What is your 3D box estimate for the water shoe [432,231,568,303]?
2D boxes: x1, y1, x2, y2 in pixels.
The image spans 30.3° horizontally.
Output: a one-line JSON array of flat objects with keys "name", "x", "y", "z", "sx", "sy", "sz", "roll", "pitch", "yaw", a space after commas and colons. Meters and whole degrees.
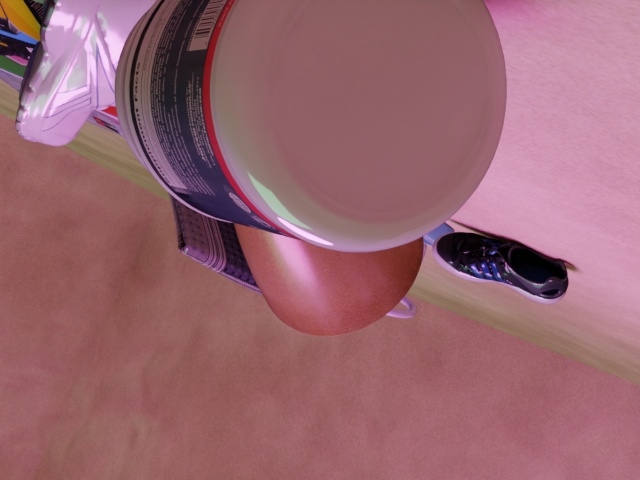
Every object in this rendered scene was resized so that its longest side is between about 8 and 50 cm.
[{"name": "water shoe", "x": 0.258, "y": 0.023, "z": 1.686, "sx": 0.203, "sy": 0.073, "sz": 0.080, "roll": 19, "pitch": 153, "yaw": 15}]

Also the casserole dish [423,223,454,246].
[{"name": "casserole dish", "x": 0.128, "y": -0.034, "z": 1.801, "sx": 0.114, "sy": 0.037, "sz": 0.188, "roll": 22, "pitch": 176, "yaw": 35}]

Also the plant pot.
[{"name": "plant pot", "x": -0.015, "y": -0.037, "z": 1.520, "sx": 0.237, "sy": 0.237, "sz": 0.254, "roll": 21, "pitch": 160, "yaw": 32}]

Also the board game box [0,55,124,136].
[{"name": "board game box", "x": -0.377, "y": -0.237, "z": 1.882, "sx": 0.317, "sy": 0.064, "sz": 0.242, "roll": 23, "pitch": 175, "yaw": 10}]

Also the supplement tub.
[{"name": "supplement tub", "x": -0.021, "y": -0.100, "z": 0.795, "sx": 0.191, "sy": 0.191, "sz": 0.272, "roll": 26, "pitch": 175, "yaw": -26}]

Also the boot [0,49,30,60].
[{"name": "boot", "x": -0.446, "y": -0.289, "z": 1.435, "sx": 0.207, "sy": 0.094, "sz": 0.246, "roll": 19, "pitch": 180, "yaw": 16}]

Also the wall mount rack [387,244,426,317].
[{"name": "wall mount rack", "x": 0.000, "y": 0.000, "z": 1.888, "sx": 0.350, "sy": 0.130, "sz": 0.304, "roll": 28, "pitch": -164, "yaw": 33}]

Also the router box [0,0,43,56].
[{"name": "router box", "x": -0.331, "y": -0.256, "z": 1.228, "sx": 0.179, "sy": 0.046, "sz": 0.133, "roll": 19, "pitch": 149, "yaw": 43}]

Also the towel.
[{"name": "towel", "x": -0.159, "y": -0.038, "z": 2.064, "sx": 0.312, "sy": 0.056, "sz": 0.324, "roll": 28, "pitch": -148, "yaw": -40}]

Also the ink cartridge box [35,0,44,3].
[{"name": "ink cartridge box", "x": -0.279, "y": -0.268, "z": 1.049, "sx": 0.099, "sy": 0.056, "sz": 0.135, "roll": 26, "pitch": 175, "yaw": -10}]

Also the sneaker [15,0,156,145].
[{"name": "sneaker", "x": -0.206, "y": -0.163, "z": 1.102, "sx": 0.129, "sy": 0.111, "sz": 0.297, "roll": 16, "pitch": 153, "yaw": -16}]
